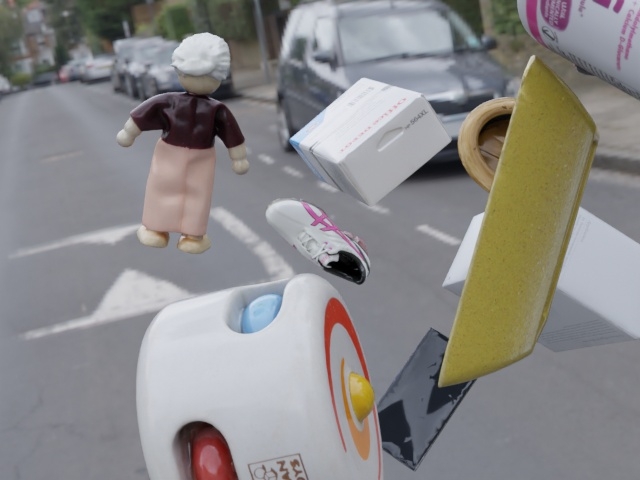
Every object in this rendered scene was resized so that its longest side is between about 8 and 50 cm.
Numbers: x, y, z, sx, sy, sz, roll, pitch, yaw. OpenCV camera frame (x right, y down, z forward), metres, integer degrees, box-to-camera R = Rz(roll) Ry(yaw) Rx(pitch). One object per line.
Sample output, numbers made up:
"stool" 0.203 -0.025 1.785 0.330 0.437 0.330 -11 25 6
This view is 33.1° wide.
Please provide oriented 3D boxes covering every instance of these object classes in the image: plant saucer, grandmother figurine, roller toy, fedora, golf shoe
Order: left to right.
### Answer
"grandmother figurine" -0.213 -0.157 1.688 0.208 0.342 0.104 7 19 -20
"roller toy" -0.032 0.127 0.774 0.146 0.209 0.191 -13 -27 12
"golf shoe" 0.000 0.000 1.612 0.186 0.067 0.086 31 20 -18
"fedora" 0.313 -0.136 1.751 0.194 0.194 0.079 -12 -17 -7
"plant saucer" 0.230 -0.015 1.162 0.081 0.332 0.333 16 8 13

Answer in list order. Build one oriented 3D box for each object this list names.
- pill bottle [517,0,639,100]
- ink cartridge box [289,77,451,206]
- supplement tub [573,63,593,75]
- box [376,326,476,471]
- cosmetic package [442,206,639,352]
"pill bottle" 0.318 -0.184 0.908 0.160 0.160 0.283 -19 43 -33
"ink cartridge box" 0.064 -0.139 1.483 0.148 0.086 0.203 -40 24 -6
"supplement tub" 0.429 -0.360 1.649 0.106 0.197 0.106 -4 -13 -1
"box" 0.152 0.243 1.611 0.103 0.184 0.261 31 -8 10
"cosmetic package" 0.345 0.050 1.605 0.138 0.225 0.224 -63 13 -19
